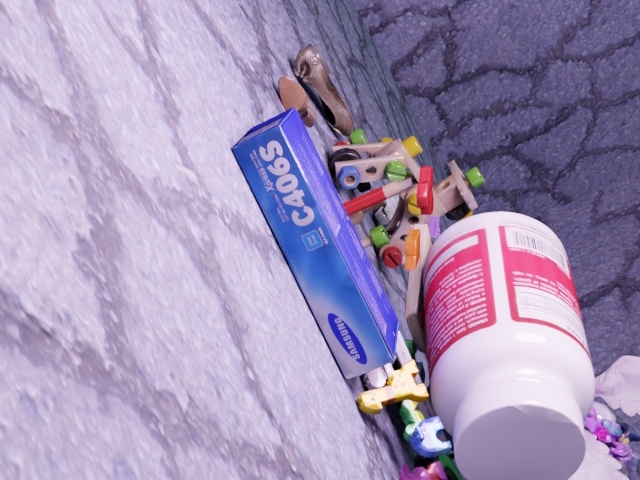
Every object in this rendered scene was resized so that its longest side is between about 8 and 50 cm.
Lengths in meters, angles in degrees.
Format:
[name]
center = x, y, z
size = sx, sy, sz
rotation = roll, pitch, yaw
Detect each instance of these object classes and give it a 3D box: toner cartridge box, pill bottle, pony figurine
[toner cartridge box]
center = 0.000, 0.000, 1.648
size = 0.347, 0.075, 0.165
rotation = 64, 13, -10
[pill bottle]
center = 0.267, 0.157, 1.747
size = 0.229, 0.229, 0.407
rotation = 59, 19, -31
[pony figurine]
center = 0.548, 0.360, 2.463
size = 0.351, 0.302, 0.363
rotation = 32, -10, 35

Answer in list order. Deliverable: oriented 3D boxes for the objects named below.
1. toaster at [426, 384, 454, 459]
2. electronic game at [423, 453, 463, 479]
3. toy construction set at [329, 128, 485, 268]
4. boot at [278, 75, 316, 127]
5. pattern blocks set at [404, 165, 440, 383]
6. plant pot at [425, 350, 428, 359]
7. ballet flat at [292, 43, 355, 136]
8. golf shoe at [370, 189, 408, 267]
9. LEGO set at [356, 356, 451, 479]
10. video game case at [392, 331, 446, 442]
[toaster]
center = 0.258, 0.253, 1.986
size = 0.110, 0.186, 0.168
rotation = 52, -21, 19
[electronic game]
center = 0.212, 0.422, 1.840
size = 0.229, 0.048, 0.229
rotation = 61, 12, -23
[toy construction set]
center = 0.160, -0.097, 2.154
size = 0.257, 0.237, 0.309
rotation = 66, 12, -5
[boot]
center = -0.043, -0.241, 2.036
size = 0.118, 0.042, 0.087
rotation = 60, 7, -32
[pattern blocks set]
center = 0.161, 0.074, 1.968
size = 0.285, 0.026, 0.324
rotation = 76, 20, -47
[plant pot]
center = 0.235, 0.217, 2.392
size = 0.236, 0.032, 0.236
rotation = 61, 12, -23
[ballet flat]
center = 0.004, -0.272, 2.285
size = 0.084, 0.058, 0.250
rotation = 48, -7, 34
[golf shoe]
center = 0.135, -0.025, 2.387
size = 0.086, 0.069, 0.176
rotation = 25, 36, -43
[LEGO set]
center = 0.099, 0.239, 1.639
size = 0.087, 0.093, 0.227
rotation = 105, -32, -54
[video game case]
center = 0.131, 0.214, 1.820
size = 0.190, 0.022, 0.173
rotation = 151, -85, -85
